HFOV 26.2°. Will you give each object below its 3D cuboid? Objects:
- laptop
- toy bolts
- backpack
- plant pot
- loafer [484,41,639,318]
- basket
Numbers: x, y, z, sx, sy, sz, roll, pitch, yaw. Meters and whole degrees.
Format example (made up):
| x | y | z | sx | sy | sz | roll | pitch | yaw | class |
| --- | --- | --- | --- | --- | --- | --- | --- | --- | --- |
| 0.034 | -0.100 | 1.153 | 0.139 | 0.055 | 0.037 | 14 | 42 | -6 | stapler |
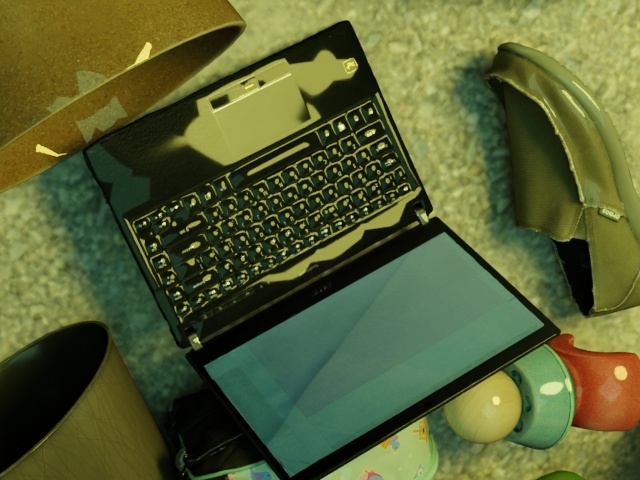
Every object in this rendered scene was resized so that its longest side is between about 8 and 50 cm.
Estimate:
| x | y | z | sx | sy | sz | roll | pitch | yaw | class |
| --- | --- | --- | --- | --- | --- | --- | --- | --- | --- |
| 0.000 | 0.000 | 0.991 | 0.234 | 0.136 | 0.264 | -28 | 101 | -19 | laptop |
| 0.178 | 0.192 | 1.063 | 0.158 | 0.218 | 0.228 | -6 | 97 | -34 | toy bolts |
| -0.005 | 0.162 | 1.041 | 0.188 | 0.166 | 0.144 | -26 | 107 | -5 | backpack |
| -0.217 | -0.185 | 0.908 | 0.237 | 0.237 | 0.254 | -33 | 92 | -4 | plant pot |
| 0.194 | -0.039 | 1.079 | 0.087 | 0.094 | 0.251 | -35 | 107 | -8 | loafer |
| -0.170 | 0.210 | 1.015 | 0.154 | 0.204 | 0.227 | -16 | 115 | 31 | basket |
